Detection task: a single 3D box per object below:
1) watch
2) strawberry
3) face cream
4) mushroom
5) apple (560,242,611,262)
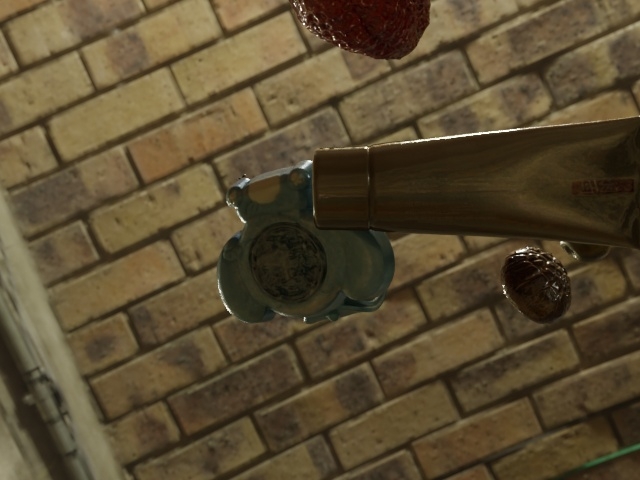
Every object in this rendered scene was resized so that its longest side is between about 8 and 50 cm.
[{"bbox_3d":[0.000,0.000,1.112,0.211,0.211,0.193,-22,0,25],"label":"watch"},{"bbox_3d":[0.079,-0.426,1.641,0.250,0.288,0.239,-21,39,21],"label":"strawberry"},{"bbox_3d":[0.163,-0.054,0.947,0.341,0.137,0.084,-1,10,3],"label":"face cream"},{"bbox_3d":[0.310,0.063,1.384,0.085,0.109,0.126,-25,47,21],"label":"mushroom"},{"bbox_3d":[0.456,-0.002,1.658,0.074,0.089,0.089,-42,9,-8],"label":"apple"}]
